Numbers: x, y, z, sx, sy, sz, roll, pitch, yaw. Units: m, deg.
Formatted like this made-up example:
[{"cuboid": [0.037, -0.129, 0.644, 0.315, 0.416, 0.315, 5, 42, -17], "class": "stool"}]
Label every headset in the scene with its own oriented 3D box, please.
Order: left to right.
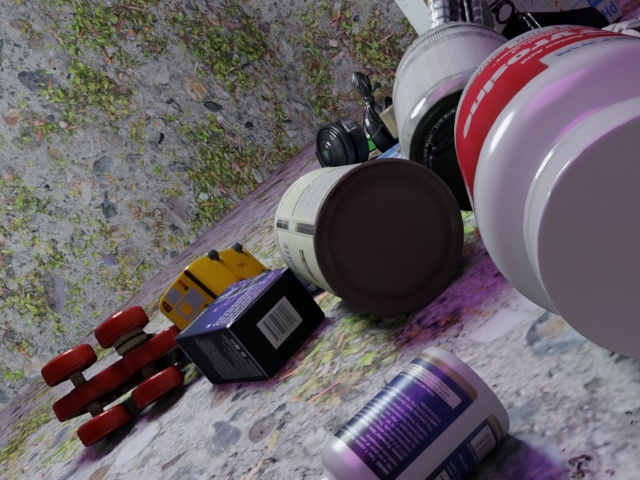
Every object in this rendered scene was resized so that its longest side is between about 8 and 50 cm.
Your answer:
[{"cuboid": [0.098, -0.275, 1.660, 0.243, 0.185, 0.394, -26, 1, -4], "class": "headset"}]

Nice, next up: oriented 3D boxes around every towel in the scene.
[{"cuboid": [0.287, -0.343, 1.323, 0.121, 0.235, 0.283, -6, -10, 16], "class": "towel"}]

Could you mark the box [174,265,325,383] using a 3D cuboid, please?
[{"cuboid": [-0.119, 0.143, 1.137, 0.207, 0.108, 0.153, -20, 21, 52], "class": "box"}]

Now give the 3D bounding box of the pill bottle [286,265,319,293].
[{"cuboid": [-0.015, 0.057, 1.265, 0.120, 0.067, 0.067, -32, 13, 22], "class": "pill bottle"}]

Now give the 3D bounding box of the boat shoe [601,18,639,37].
[{"cuboid": [0.476, -0.283, 1.080, 0.096, 0.098, 0.277, -21, 25, 42], "class": "boat shoe"}]

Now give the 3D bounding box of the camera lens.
[{"cuboid": [0.224, -0.194, 1.057, 0.219, 0.219, 0.274, -32, 30, 22], "class": "camera lens"}]

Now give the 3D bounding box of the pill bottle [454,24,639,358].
[{"cuboid": [0.246, -0.067, 0.622, 0.229, 0.229, 0.408, -33, 13, 16], "class": "pill bottle"}]

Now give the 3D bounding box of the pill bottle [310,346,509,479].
[{"cuboid": [0.061, 0.173, 0.553, 0.169, 0.094, 0.094, -40, 12, -15], "class": "pill bottle"}]

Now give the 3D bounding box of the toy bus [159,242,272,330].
[{"cuboid": [-0.198, 0.094, 1.407, 0.130, 0.108, 0.332, -51, -4, 8], "class": "toy bus"}]

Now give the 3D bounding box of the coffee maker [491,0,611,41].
[{"cuboid": [0.432, -0.374, 1.268, 0.178, 0.171, 0.120, -14, -3, -28], "class": "coffee maker"}]

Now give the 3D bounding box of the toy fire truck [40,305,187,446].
[{"cuboid": [-0.368, 0.251, 1.356, 0.302, 0.169, 0.254, -35, -6, 4], "class": "toy fire truck"}]

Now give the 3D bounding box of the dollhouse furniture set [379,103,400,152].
[{"cuboid": [0.173, -0.157, 1.271, 0.101, 0.182, 0.161, -23, 18, 48], "class": "dollhouse furniture set"}]

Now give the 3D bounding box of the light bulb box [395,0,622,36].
[{"cuboid": [0.428, -0.546, 1.595, 0.358, 0.361, 0.225, -41, 11, -22], "class": "light bulb box"}]

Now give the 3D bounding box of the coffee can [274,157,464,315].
[{"cuboid": [0.056, -0.013, 1.008, 0.201, 0.201, 0.275, -39, 12, -9], "class": "coffee can"}]

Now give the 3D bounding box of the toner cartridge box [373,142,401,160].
[{"cuboid": [0.094, -0.104, 1.551, 0.348, 0.075, 0.165, -35, 13, 8], "class": "toner cartridge box"}]

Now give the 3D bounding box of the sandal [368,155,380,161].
[{"cuboid": [0.111, -0.169, 1.783, 0.090, 0.060, 0.219, -30, 7, -22], "class": "sandal"}]

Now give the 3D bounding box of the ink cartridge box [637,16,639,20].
[{"cuboid": [0.595, -0.346, 1.173, 0.232, 0.066, 0.189, -60, 16, -7], "class": "ink cartridge box"}]
